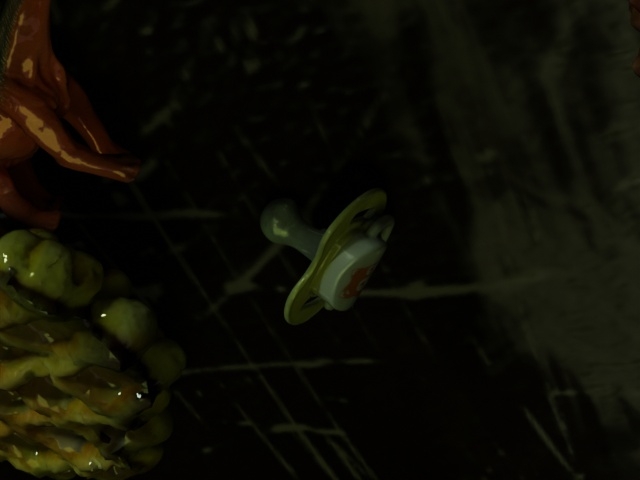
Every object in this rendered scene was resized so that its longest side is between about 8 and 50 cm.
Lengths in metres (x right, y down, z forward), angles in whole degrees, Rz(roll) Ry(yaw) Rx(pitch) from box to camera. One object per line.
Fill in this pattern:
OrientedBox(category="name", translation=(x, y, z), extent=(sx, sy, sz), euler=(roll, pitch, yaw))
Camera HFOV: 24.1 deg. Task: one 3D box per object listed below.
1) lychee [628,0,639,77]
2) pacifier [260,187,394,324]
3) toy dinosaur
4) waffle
OrientedBox(category="lychee", translation=(0.238, -0.077, 0.531), extent=(0.271, 0.271, 0.271), euler=(2, 135, 2))
OrientedBox(category="pacifier", translation=(0.000, 0.000, 0.752), extent=(0.064, 0.068, 0.083), euler=(37, 115, 15))
OrientedBox(category="toy dinosaur", translation=(-0.129, -0.059, 0.691), extent=(0.101, 0.055, 0.279), euler=(37, 127, -21))
OrientedBox(category="waffle", translation=(-0.209, 0.045, 0.768), extent=(0.300, 0.058, 0.281), euler=(25, 147, -11))
